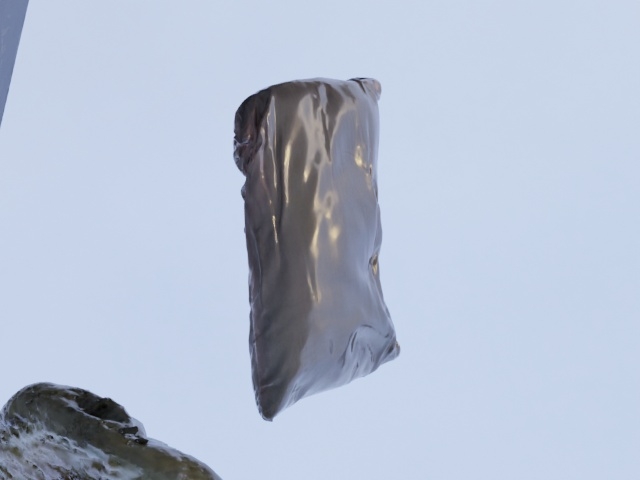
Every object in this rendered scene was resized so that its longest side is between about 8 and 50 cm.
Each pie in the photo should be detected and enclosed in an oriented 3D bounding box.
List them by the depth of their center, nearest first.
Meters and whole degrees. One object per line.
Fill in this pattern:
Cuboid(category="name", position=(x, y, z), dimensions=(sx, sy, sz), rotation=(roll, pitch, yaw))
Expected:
Cuboid(category="pie", position=(-0.174, 0.265, 1.349), dimensions=(0.339, 0.339, 0.077), rotation=(9, -140, 30))

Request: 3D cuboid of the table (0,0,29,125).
Cuboid(category="table", position=(-0.422, -0.151, 1.338), dimensions=(0.196, 0.250, 0.282), rotation=(19, -163, 8))

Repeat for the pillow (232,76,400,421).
Cuboid(category="pillow", position=(0.000, 0.000, 1.201), dimensions=(0.067, 0.270, 0.173), rotation=(-5, -179, 41))
